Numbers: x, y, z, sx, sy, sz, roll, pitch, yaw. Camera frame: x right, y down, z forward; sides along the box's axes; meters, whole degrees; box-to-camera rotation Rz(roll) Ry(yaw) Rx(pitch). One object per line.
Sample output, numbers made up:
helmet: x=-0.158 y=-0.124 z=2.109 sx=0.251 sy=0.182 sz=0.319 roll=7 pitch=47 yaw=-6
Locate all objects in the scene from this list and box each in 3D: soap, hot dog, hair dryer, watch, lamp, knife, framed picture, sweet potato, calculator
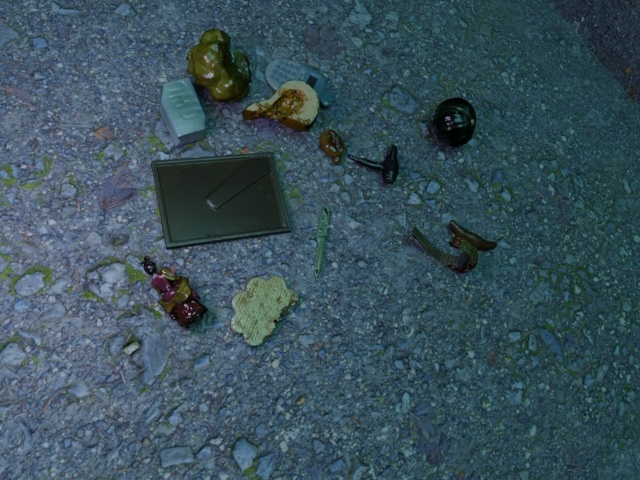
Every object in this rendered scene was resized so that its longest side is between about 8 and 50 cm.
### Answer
soap: x=-0.496 y=-0.470 z=1.759 sx=0.145 sy=0.091 sz=0.231 roll=-23 pitch=81 yaw=-26
hot dog: x=0.052 y=-0.373 z=1.946 sx=0.089 sy=0.060 sz=0.140 roll=-33 pitch=78 yaw=-23
hair dryer: x=0.216 y=-0.331 z=1.994 sx=0.219 sy=0.075 sz=0.196 roll=15 pitch=57 yaw=-7
watch: x=0.490 y=0.026 z=1.888 sx=0.268 sy=0.164 sz=0.102 roll=38 pitch=60 yaw=-28
lamp: x=-0.462 y=0.155 z=1.536 sx=0.118 sy=0.118 sz=0.253 roll=-38 pitch=84 yaw=-27
knife: x=0.001 y=-0.001 z=1.810 sx=0.043 sy=0.020 sz=0.293 roll=15 pitch=66 yaw=-13
framed picture: x=-0.346 y=-0.153 z=1.734 sx=0.445 sy=0.028 sz=0.326 roll=-8 pitch=74 yaw=-23
sweet potato: x=0.634 y=-0.005 z=2.026 sx=0.255 sy=0.058 sz=0.078 roll=23 pitch=44 yaw=-16
calculator: x=-0.082 y=-0.636 z=1.999 sx=0.302 sy=0.042 sz=0.188 roll=27 pitch=63 yaw=-9

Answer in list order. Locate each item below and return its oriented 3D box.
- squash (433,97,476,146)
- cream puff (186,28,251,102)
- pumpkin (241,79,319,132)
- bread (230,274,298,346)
squash: x=0.579 y=-0.511 z=2.115 sx=0.172 sy=0.218 sz=0.218 roll=15 pitch=61 yaw=25
cream puff: x=-0.380 y=-0.631 z=1.800 sx=0.282 sy=0.185 sz=0.282 roll=44 pitch=38 yaw=-48
pumpkin: x=-0.137 y=-0.479 z=1.861 sx=0.280 sy=0.139 sz=0.190 roll=-35 pitch=99 yaw=-13
bread: x=-0.200 y=0.221 z=1.644 sx=0.182 sy=0.039 sz=0.251 roll=42 pitch=63 yaw=-1
